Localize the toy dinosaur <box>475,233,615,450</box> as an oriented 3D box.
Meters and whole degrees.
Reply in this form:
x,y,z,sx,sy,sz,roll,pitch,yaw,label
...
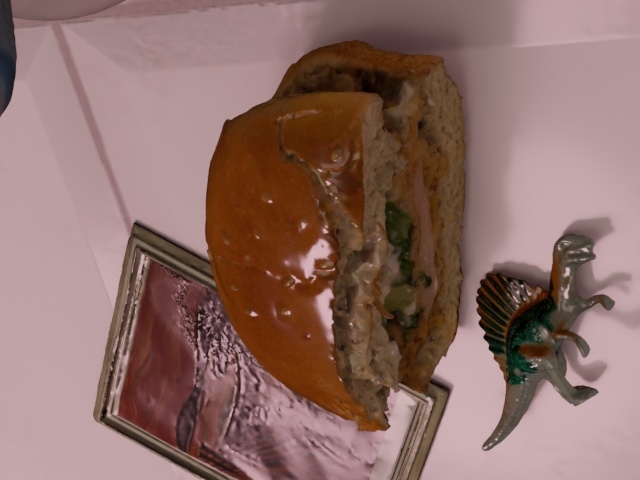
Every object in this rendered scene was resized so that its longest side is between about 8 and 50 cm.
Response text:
x,y,z,sx,sy,sz,roll,pitch,yaw,label
0.139,0.068,1.306,0.106,0.044,0.187,58,145,4,toy dinosaur

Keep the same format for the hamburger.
x,y,z,sx,sy,sz,roll,pitch,yaw,label
0.000,0.000,1.272,0.156,0.144,0.283,16,130,23,hamburger

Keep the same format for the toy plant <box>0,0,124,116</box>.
x,y,z,sx,sy,sz,roll,pitch,yaw,label
-0.243,-0.191,1.168,0.247,0.332,0.247,15,125,23,toy plant

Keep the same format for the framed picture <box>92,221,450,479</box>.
x,y,z,sx,sy,sz,roll,pitch,yaw,label
-0.048,0.128,1.475,0.273,0.016,0.216,27,131,14,framed picture
